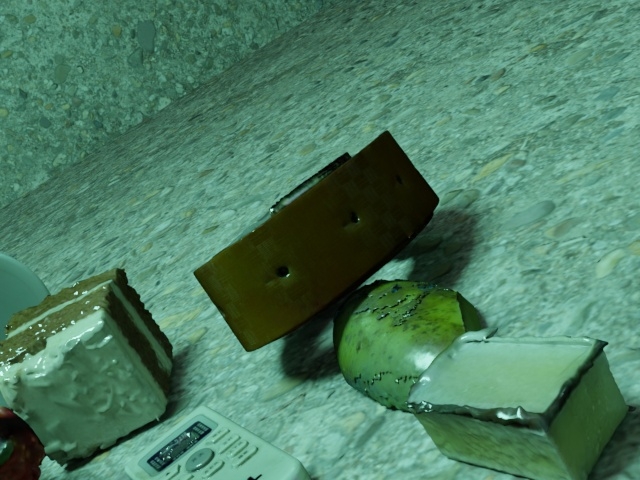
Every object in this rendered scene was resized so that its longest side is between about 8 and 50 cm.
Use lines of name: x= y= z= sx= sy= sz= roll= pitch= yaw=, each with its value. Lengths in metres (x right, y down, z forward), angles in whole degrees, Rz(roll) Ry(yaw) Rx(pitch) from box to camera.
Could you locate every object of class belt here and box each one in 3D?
belt: x=0.000 y=0.000 z=0.835 sx=0.184 sy=0.105 sz=0.261 roll=-35 pitch=5 yaw=37

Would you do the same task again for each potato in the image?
potato: x=0.066 y=0.069 z=0.713 sx=0.119 sy=0.054 sz=0.198 roll=-26 pitch=18 yaw=-1
potato: x=0.116 y=0.097 z=0.551 sx=0.086 sy=0.061 sz=0.122 roll=-40 pitch=20 yaw=-30

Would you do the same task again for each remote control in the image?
remote control: x=-0.080 y=0.174 z=0.681 sx=0.087 sy=0.029 sz=0.190 roll=-37 pitch=20 yaw=-21

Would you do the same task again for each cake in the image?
cake: x=-0.222 y=0.121 z=0.882 sx=0.135 sy=0.134 sz=0.147 roll=-29 pitch=27 yaw=1

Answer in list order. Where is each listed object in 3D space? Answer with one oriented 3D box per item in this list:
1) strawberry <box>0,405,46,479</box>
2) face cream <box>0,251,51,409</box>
strawberry: x=-0.348 y=0.244 z=0.786 sx=0.233 sy=0.138 sz=0.306 roll=-17 pitch=-14 yaw=-23
face cream: x=-0.438 y=0.103 z=1.120 sx=0.201 sy=0.201 sz=0.187 roll=-37 pitch=20 yaw=-23
